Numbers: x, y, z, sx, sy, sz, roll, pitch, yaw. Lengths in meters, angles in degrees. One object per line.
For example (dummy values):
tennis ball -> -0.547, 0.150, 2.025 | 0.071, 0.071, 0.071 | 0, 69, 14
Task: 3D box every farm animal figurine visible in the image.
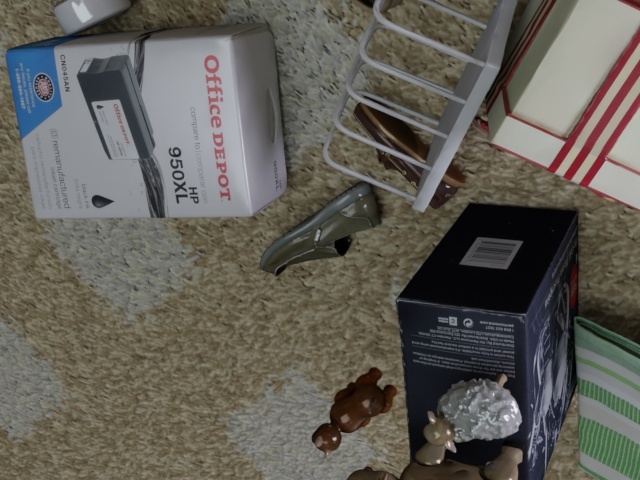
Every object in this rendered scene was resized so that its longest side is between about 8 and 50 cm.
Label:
farm animal figurine -> 0.127, 0.343, 1.293 | 0.327, 0.172, 0.330 | -8, 110, 31

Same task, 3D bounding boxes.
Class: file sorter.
file sorter -> 0.129, -0.220, 1.361 | 0.173, 0.192, 0.277 | 22, 138, 0

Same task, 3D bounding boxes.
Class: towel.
towel -> 0.486, 0.289, 1.503 | 0.248, 0.038, 0.324 | 29, 143, 42

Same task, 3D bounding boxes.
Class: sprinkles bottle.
sprinkles bottle -> -0.434, -0.511, 1.587 | 0.121, 0.121, 0.355 | -18, 105, 31

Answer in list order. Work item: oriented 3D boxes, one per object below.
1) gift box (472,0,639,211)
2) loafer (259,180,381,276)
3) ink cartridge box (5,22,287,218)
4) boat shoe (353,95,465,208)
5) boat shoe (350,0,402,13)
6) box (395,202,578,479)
gift box -> 0.365, -0.207, 1.291 | 0.255, 0.276, 0.258 | 26, 119, -3
loafer -> 0.000, 0.000, 1.645 | 0.251, 0.094, 0.087 | -35, 92, 33
ink cartridge box -> -0.274, -0.190, 1.603 | 0.395, 0.166, 0.285 | 0, 108, 18
boat shoe -> 0.124, -0.132, 1.536 | 0.207, 0.073, 0.073 | 43, 122, 1
boat shoe -> 0.010, -0.453, 1.421 | 0.109, 0.098, 0.302 | -35, 96, 33
box -> 0.258, 0.154, 1.450 | 0.179, 0.343, 0.312 | 6, 117, 24
